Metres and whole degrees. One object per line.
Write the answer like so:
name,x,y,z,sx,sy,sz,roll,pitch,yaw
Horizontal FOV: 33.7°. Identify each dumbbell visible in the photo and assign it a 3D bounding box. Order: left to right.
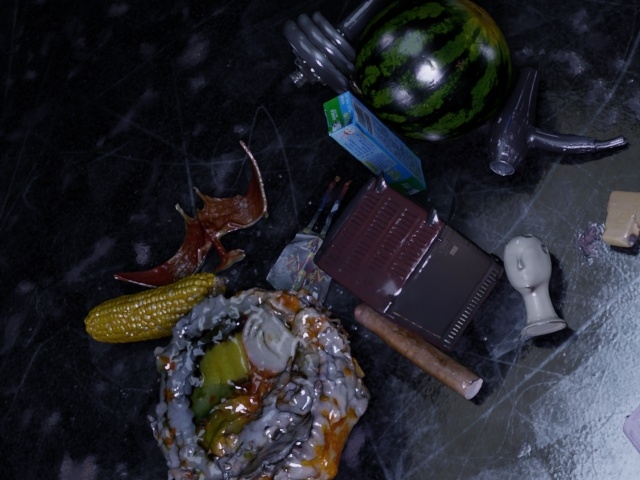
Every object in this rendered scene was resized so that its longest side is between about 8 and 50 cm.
dumbbell,0.096,-0.429,1.914,0.406,0.179,0.179,-44,53,9

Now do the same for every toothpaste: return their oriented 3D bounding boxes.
toothpaste,0.094,-0.152,1.734,0.050,0.266,0.065,-25,59,22

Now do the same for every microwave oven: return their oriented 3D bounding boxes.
microwave oven,0.138,0.032,1.643,0.188,0.247,0.178,40,95,38

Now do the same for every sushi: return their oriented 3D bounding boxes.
sushi,-0.116,0.259,1.738,0.417,0.176,0.417,-14,62,27

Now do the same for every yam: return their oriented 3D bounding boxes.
yam,0.149,0.171,1.696,0.264,0.046,0.046,33,89,36

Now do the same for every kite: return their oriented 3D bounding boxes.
kite,-0.001,0.000,1.885,0.141,0.015,0.245,25,84,35

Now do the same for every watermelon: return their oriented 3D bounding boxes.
watermelon,0.186,-0.288,1.748,0.269,0.269,0.269,-13,63,27

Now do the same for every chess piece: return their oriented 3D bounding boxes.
chess piece,0.509,-0.026,1.548,0.200,0.090,0.090,10,75,46

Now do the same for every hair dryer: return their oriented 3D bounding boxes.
hair dryer,0.390,-0.185,1.708,0.219,0.075,0.195,11,66,24

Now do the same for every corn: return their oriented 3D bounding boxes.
corn,-0.307,0.135,1.967,0.313,0.102,0.102,-16,61,30

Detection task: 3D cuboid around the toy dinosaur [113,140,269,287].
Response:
toy dinosaur,-0.237,-0.025,1.983,0.327,0.113,0.206,-20,60,25

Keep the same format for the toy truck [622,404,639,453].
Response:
toy truck,0.504,0.194,1.376,0.253,0.124,0.114,-58,46,30

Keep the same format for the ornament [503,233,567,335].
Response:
ornament,0.324,0.063,1.616,0.075,0.081,0.156,-21,64,28
